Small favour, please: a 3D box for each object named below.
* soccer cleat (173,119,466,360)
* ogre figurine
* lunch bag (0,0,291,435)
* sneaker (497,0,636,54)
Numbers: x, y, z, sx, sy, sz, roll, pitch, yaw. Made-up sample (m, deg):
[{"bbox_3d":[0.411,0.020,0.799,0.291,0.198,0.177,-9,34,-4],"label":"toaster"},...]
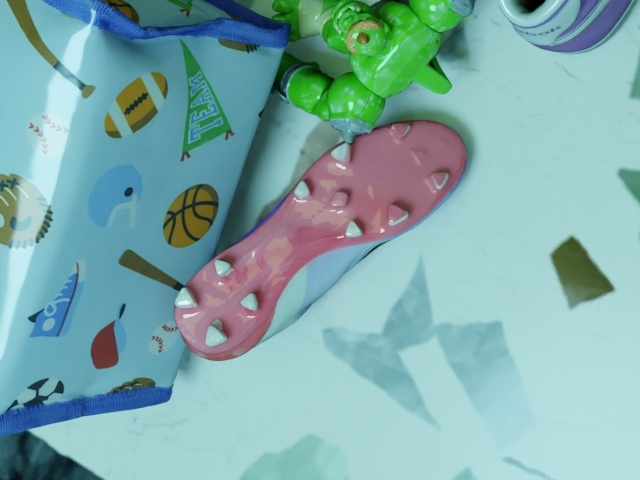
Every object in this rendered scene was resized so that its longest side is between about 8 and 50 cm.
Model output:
[{"bbox_3d":[0.000,0.000,0.934,0.248,0.095,0.083,-38,77,-1],"label":"soccer cleat"},{"bbox_3d":[0.042,-0.155,0.896,0.197,0.097,0.118,-36,49,7],"label":"ogre figurine"},{"bbox_3d":[-0.264,-0.089,0.968,0.385,0.239,0.328,34,111,33],"label":"lunch bag"},{"bbox_3d":[0.186,-0.256,0.793,0.102,0.161,0.282,20,99,24],"label":"sneaker"}]
